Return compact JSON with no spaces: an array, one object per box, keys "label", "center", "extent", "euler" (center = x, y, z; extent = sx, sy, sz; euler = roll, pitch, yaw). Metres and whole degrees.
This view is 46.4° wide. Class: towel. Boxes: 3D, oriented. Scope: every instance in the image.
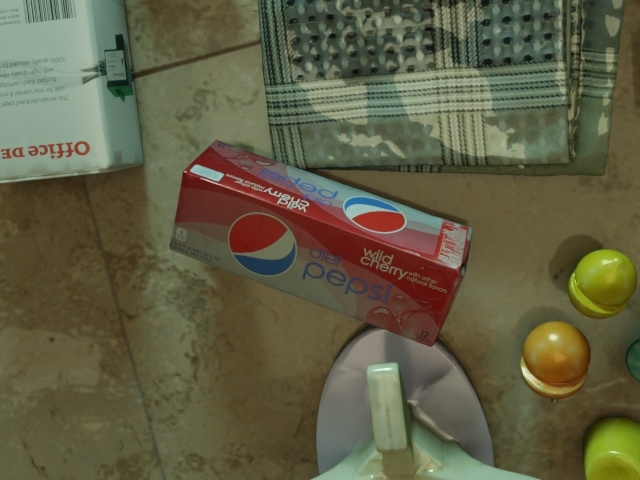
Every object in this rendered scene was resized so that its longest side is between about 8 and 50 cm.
[{"label":"towel","center":[0.099,-0.207,0.651],"extent":[0.324,0.056,0.312],"euler":[1,105,13]}]

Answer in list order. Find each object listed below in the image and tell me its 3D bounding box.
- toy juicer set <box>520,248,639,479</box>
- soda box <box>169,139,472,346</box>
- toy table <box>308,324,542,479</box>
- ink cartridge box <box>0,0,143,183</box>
[{"label":"toy juicer set","center":[0.329,0.075,0.655],"extent":[0.329,0.089,0.209],"euler":[-40,82,27]},{"label":"soda box","center":[0.000,0.000,0.694],"extent":[0.263,0.083,0.092],"euler":[20,121,6]},{"label":"toy table","center":[0.078,0.224,0.688],"extent":[0.252,0.161,0.274],"euler":[-19,94,10]},{"label":"ink cartridge box","center":[-0.270,-0.168,0.717],"extent":[0.160,0.092,0.219],"euler":[-4,97,9]}]
